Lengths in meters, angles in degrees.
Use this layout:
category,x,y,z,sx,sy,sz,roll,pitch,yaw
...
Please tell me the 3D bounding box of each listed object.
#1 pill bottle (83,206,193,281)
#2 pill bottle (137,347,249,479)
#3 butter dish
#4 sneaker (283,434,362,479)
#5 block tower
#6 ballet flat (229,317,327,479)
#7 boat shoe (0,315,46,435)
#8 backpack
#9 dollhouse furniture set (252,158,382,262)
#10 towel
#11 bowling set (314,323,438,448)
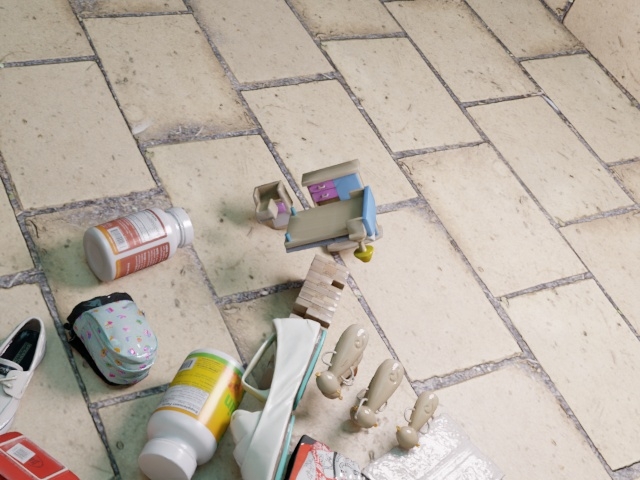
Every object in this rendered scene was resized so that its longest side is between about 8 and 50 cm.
category,x,y,z,sx,sy,sz,roll,pitch,yaw
pill bottle,-0.388,0.000,1.966,0.216,0.121,0.121,-22,60,-35
pill bottle,-0.240,0.333,1.711,0.136,0.136,0.245,25,46,2
butter dish,-0.520,0.415,1.553,0.160,0.118,0.160,35,5,9
sneaker,-0.001,0.468,1.672,0.145,0.090,0.270,27,23,0
block tower,-0.028,0.185,1.958,0.097,0.091,0.335,24,46,1
ballet flat,-0.099,0.314,1.711,0.139,0.139,0.400,20,54,-3
boat shoe,-0.579,0.253,1.687,0.096,0.088,0.267,24,45,1
backpack,-0.399,0.193,1.793,0.152,0.115,0.182,-17,60,-35
dollhouse furniture set,0.000,0.000,2.024,0.286,0.198,0.303,-15,30,13
towel,0.222,0.472,1.825,0.282,0.049,0.187,-27,64,-37
bowling set,0.079,0.311,1.858,0.287,0.200,0.154,43,63,-15
